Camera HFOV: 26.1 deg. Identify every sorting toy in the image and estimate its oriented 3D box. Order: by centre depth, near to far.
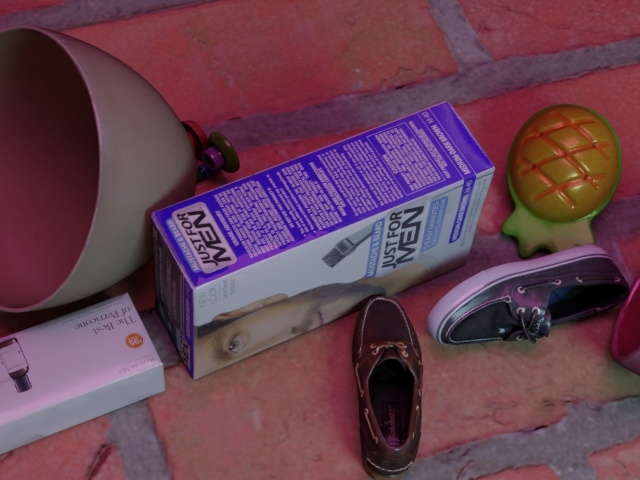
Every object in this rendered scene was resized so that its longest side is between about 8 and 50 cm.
[{"bbox_3d":[-0.135,-0.095,1.552,0.042,0.061,0.102,-35,42,-24],"label":"sorting toy"}]

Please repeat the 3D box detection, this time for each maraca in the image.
[{"bbox_3d":[0.268,-0.065,1.544,0.127,0.099,0.185,11,79,16],"label":"maraca"}]

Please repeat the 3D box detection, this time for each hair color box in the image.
[{"bbox_3d":[0.000,0.000,1.419,0.339,0.185,0.110,-21,61,-17],"label":"hair color box"}]

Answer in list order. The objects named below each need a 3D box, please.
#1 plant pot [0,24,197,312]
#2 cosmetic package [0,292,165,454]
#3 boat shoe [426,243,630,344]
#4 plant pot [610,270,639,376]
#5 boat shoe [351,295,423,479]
[{"bbox_3d":[-0.241,-0.069,1.428,0.191,0.284,0.284,1,46,-47],"label":"plant pot"},{"bbox_3d":[-0.284,0.141,1.374,0.239,0.060,0.099,-21,60,-18],"label":"cosmetic package"},{"bbox_3d":[0.225,0.071,1.451,0.229,0.080,0.076,-15,43,-23],"label":"boat shoe"},{"bbox_3d":[0.426,0.080,1.406,0.180,0.201,0.201,30,57,-3],"label":"plant pot"},{"bbox_3d":[0.071,0.139,1.398,0.073,0.073,0.207,-1,54,-4],"label":"boat shoe"}]
